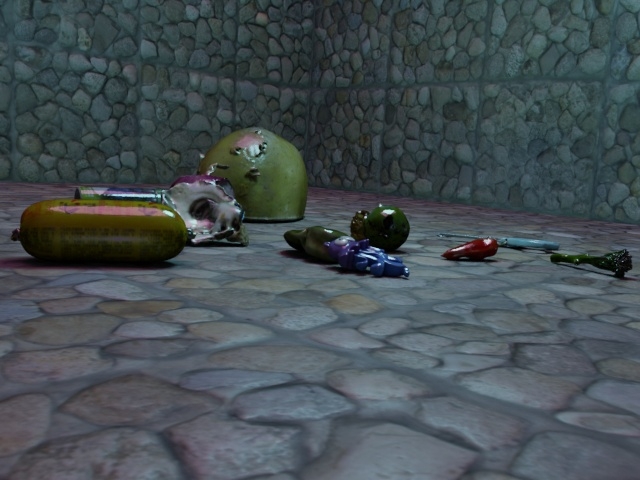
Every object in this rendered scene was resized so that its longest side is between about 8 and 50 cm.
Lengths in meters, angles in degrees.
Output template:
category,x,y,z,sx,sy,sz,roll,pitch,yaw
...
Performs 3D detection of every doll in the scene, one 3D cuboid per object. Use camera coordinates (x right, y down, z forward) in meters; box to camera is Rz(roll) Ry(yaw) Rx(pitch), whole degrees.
category,x,y,z,sx,sy,sz,roll,pitch,yaw
doll,0.096,0.036,1.383,0.206,0.067,0.110,19,22,25

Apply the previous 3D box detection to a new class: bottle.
category,x,y,z,sx,sy,sz,roll,pitch,yaw
bottle,-0.590,-0.118,2.070,0.330,0.093,0.093,-1,9,-33

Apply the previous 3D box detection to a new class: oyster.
category,x,y,z,sx,sy,sz,roll,pitch,yaw
oyster,-0.297,-0.062,1.654,0.214,0.083,0.222,-6,51,-15

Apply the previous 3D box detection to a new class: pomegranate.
category,x,y,z,sx,sy,sz,roll,pitch,yaw
pomegranate,0.167,-0.041,1.719,0.122,0.122,0.161,2,31,-11

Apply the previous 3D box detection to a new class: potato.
category,x,y,z,sx,sy,sz,roll,pitch,yaw
potato,-0.239,-0.234,2.323,0.386,0.319,0.442,8,6,20

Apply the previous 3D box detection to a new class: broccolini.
category,x,y,z,sx,sy,sz,roll,pitch,yaw
broccolini,0.656,0.052,1.604,0.058,0.067,0.216,4,-2,-26

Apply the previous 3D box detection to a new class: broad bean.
category,x,y,z,sx,sy,sz,roll,pitch,yaw
broad bean,-0.001,0.003,1.540,0.153,0.072,0.207,14,2,-21

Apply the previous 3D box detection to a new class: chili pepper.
category,x,y,z,sx,sy,sz,roll,pitch,yaw
chili pepper,0.387,0.025,1.650,0.191,0.050,0.059,-11,14,-15

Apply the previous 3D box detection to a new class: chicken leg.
category,x,y,z,sx,sy,sz,roll,pitch,yaw
chicken leg,0.169,-0.031,1.884,0.107,0.087,0.251,34,17,31

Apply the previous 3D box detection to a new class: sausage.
category,x,y,z,sx,sy,sz,roll,pitch,yaw
sausage,-0.417,-0.018,1.293,0.347,0.123,0.123,1,8,-16

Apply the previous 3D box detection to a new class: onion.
category,x,y,z,sx,sy,sz,roll,pitch,yaw
onion,-0.351,-0.116,1.914,0.201,0.200,0.207,4,29,2

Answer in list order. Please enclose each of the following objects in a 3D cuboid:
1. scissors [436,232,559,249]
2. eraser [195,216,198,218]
category,x,y,z,sx,sy,sz,roll,pitch,yaw
scissors,0.523,0.002,1.975,0.360,0.029,0.191,4,3,19
eraser,-0.411,-0.051,1.750,0.210,0.067,0.124,3,11,-6
